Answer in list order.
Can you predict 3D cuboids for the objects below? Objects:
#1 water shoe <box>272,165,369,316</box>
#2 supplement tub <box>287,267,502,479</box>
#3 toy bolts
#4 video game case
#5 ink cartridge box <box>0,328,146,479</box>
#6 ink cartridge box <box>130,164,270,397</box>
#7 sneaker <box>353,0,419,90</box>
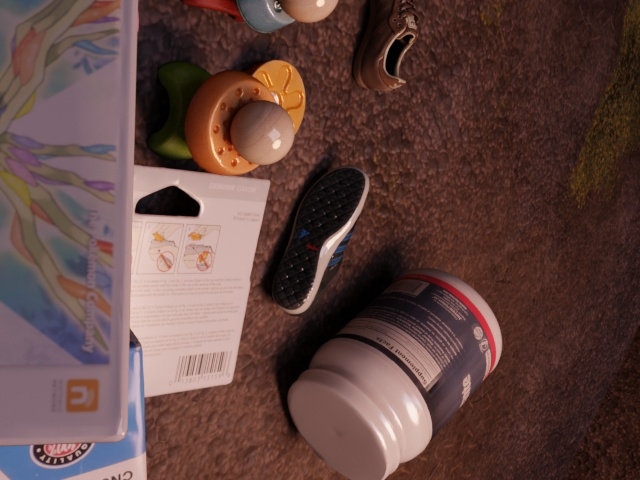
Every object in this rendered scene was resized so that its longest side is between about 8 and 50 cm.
[{"bbox_3d":[0.000,0.000,1.025,0.203,0.073,0.080,-61,163,-7],"label":"water shoe"},{"bbox_3d":[0.105,0.179,1.108,0.272,0.191,0.191,-38,131,-36],"label":"supplement tub"},{"bbox_3d":[-0.043,-0.179,0.812,0.218,0.158,0.229,-6,109,-49],"label":"toy bolts"},{"bbox_3d":[-0.264,-0.044,0.481,0.299,0.036,0.329,2,77,-18],"label":"video game case"},{"bbox_3d":[-0.291,0.253,0.629,0.285,0.166,0.395,-10,113,-30],"label":"ink cartridge box"},{"bbox_3d":[-0.183,0.040,0.811,0.275,0.060,0.239,2,102,-50],"label":"ink cartridge box"},{"bbox_3d":[0.099,-0.280,1.014,0.066,0.071,0.188,1,104,-51],"label":"sneaker"}]
